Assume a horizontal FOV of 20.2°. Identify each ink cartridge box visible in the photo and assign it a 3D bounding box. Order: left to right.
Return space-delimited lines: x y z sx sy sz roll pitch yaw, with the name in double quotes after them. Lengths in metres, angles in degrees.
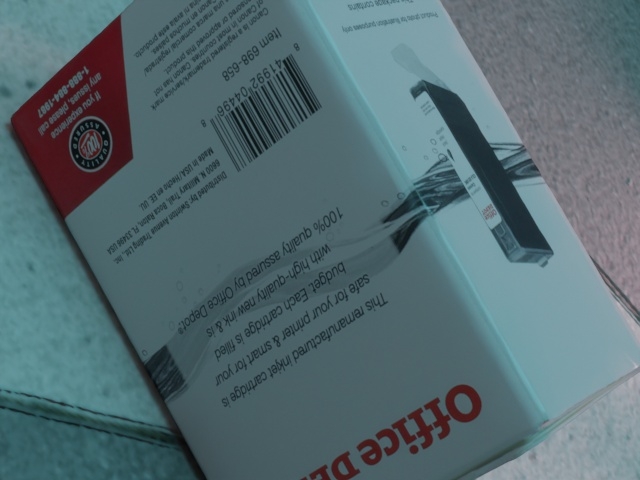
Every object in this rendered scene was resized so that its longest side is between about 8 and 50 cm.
0.000 0.000 0.874 0.114 0.197 0.273 -18 76 -51 "ink cartridge box"
